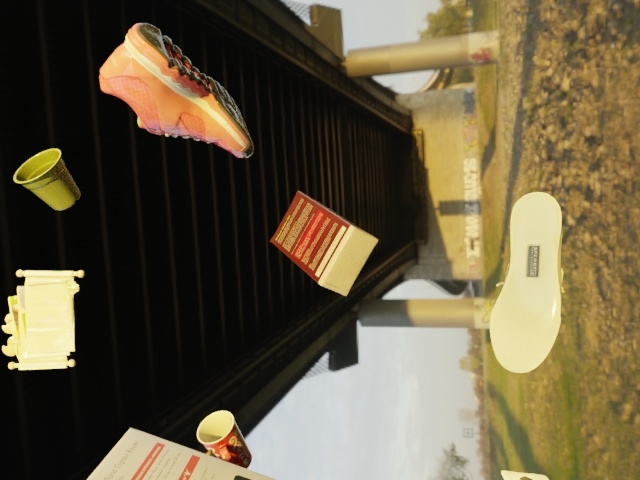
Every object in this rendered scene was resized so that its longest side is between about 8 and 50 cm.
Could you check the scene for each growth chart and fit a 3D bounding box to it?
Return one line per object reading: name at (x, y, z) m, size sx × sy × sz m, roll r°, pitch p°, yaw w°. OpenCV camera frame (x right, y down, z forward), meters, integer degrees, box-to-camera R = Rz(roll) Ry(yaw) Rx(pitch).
growth chart at (-0.609, 0.174, 1.255) m, size 0.021 × 0.172 × 0.237 m, roll -70°, pitch -15°, yaw -84°

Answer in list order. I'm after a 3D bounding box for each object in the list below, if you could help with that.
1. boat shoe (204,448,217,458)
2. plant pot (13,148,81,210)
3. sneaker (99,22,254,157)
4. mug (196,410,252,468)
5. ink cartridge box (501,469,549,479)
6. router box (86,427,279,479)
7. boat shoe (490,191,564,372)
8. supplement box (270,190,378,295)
boat shoe at (-0.297, 0.570, 1.348) m, size 0.073 × 0.207 × 0.073 m, roll 47°, pitch -152°, yaw 10°
plant pot at (-0.436, -0.093, 0.932) m, size 0.083 × 0.083 × 0.079 m, roll -77°, pitch -28°, yaw -42°
sneaker at (-0.241, -0.227, 0.985) m, size 0.314 × 0.136 × 0.115 m, roll 39°, pitch -159°, yaw -48°
mug at (-0.274, 0.605, 1.652) m, size 0.150 × 0.113 × 0.169 m, roll -79°, pitch -26°, yaw -54°
ink cartridge box at (0.295, 0.403, 0.803) m, size 0.090 × 0.092 × 0.143 m, roll 147°, pitch 132°, yaw -63°
router box at (-0.144, 0.365, 0.629) m, size 0.335 × 0.301 × 0.082 m, roll -61°, pitch -10°, yaw -80°
boat shoe at (0.364, 0.075, 0.993) m, size 0.105 × 0.113 × 0.306 m, roll 23°, pitch -111°, yaw -60°
supplement box at (0.000, 0.000, 1.167) m, size 0.073 × 0.239 × 0.130 m, roll 25°, pitch -82°, yaw -36°
